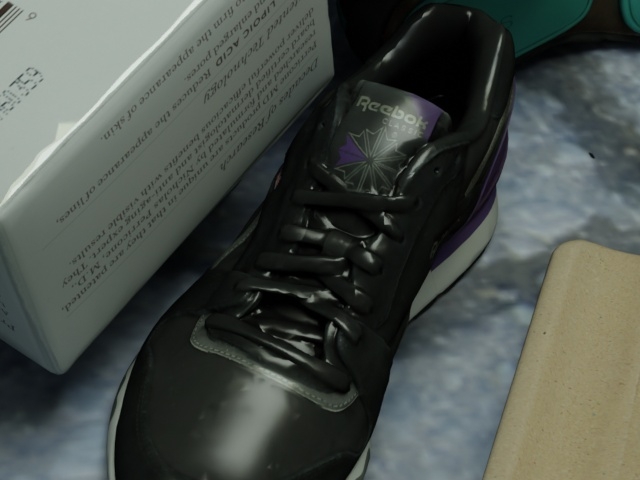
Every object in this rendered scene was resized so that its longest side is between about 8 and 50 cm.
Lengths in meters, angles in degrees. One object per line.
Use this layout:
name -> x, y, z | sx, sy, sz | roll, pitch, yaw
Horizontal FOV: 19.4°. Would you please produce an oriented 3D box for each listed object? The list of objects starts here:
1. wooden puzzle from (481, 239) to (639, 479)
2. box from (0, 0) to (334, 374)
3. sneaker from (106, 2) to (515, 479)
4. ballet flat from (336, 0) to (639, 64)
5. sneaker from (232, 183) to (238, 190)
wooden puzzle -> 0.236, 0.104, 0.678 | 0.348, 0.080, 0.322 | -2, 34, 20
box -> -0.119, -0.080, 0.725 | 0.181, 0.119, 0.182 | 32, 66, 21
sneaker -> 0.000, 0.000, 0.756 | 0.107, 0.124, 0.283 | 22, 45, 10
ballet flat -> 0.133, -0.149, 0.966 | 0.280, 0.095, 0.096 | -12, 37, -24
sneaker -> -0.074, -0.099, 0.876 | 0.092, 0.087, 0.228 | 1, 38, -3
